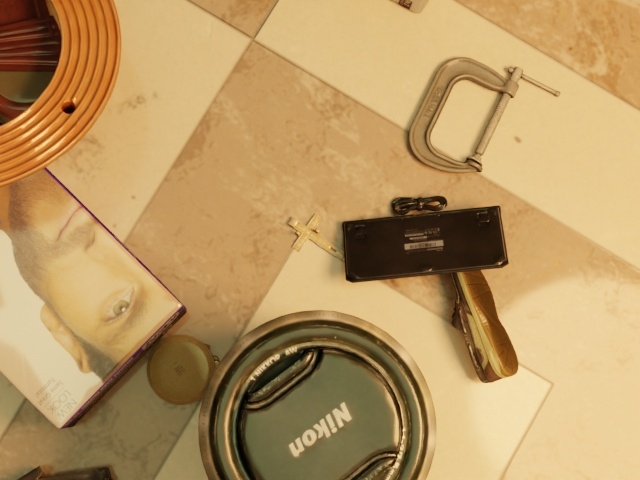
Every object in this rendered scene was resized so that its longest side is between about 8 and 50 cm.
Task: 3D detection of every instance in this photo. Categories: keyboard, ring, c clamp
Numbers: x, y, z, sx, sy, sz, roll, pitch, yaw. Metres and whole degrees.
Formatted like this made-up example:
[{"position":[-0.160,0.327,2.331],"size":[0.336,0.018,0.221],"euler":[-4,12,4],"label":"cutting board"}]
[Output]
[{"position":[0.115,-0.005,1.305],"size":[0.180,0.023,0.108],"euler":[-6,59,4],"label":"keyboard"},{"position":[-0.368,-0.192,1.154],"size":[0.337,0.032,0.336],"euler":[2,67,-6],"label":"ring"},{"position":[0.183,-0.143,1.344],"size":[0.137,0.022,0.160],"euler":[32,81,1],"label":"c clamp"}]

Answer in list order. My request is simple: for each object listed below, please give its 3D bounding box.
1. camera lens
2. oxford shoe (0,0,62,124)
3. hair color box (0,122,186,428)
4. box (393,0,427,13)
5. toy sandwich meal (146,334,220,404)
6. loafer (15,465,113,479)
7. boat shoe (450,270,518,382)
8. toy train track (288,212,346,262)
[{"position":[-0.008,0.186,1.163],"size":[0.219,0.274,0.219],"euler":[0,82,-3],"label":"camera lens"},{"position":[-0.346,-0.257,1.278],"size":[0.123,0.130,0.348],"euler":[-8,65,-11],"label":"oxford shoe"},{"position":[-0.327,0.020,1.250],"size":[0.339,0.110,0.185],"euler":[44,82,1],"label":"hair color box"},{"position":[0.074,-0.367,1.286],"size":[0.182,0.181,0.119],"euler":[29,81,0],"label":"box"},{"position":[-0.150,0.143,1.285],"size":[0.086,0.029,0.085],"euler":[0,88,7],"label":"toy sandwich meal"},{"position":[-0.306,0.274,1.248],"size":[0.170,0.062,0.061],"euler":[3,60,-7],"label":"loafer"},{"position":[0.170,0.087,1.299],"size":[0.049,0.056,0.152],"euler":[-31,67,31],"label":"boat shoe"},{"position":[0.000,0.000,1.319],"size":[0.083,0.014,0.048],"euler":[34,82,1],"label":"toy train track"}]
